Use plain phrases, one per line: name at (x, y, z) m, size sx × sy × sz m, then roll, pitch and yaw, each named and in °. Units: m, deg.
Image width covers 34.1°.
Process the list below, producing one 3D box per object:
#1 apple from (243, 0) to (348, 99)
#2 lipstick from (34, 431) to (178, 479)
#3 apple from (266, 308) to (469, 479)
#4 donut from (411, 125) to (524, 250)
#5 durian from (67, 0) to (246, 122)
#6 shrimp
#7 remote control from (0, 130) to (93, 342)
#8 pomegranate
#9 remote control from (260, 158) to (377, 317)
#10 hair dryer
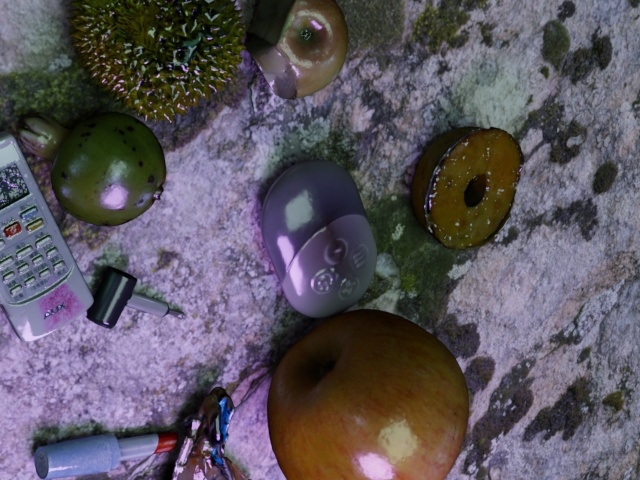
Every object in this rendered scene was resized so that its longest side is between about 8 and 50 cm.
apple at (-0.035, -0.345, 1.802) m, size 0.174 × 0.188 × 0.207 m, roll 4°, pitch 101°, yaw -32°
lipstick at (-0.379, 0.384, 1.897) m, size 0.274 × 0.061 × 0.068 m, roll -1°, pitch 84°, yaw -40°
apple at (0.080, 0.324, 1.996) m, size 0.333 × 0.400 × 0.400 m, roll 30°, pitch 88°, yaw -32°
donut at (0.298, -0.116, 2.178) m, size 0.272 × 0.107 × 0.272 m, roll -13°, pitch 117°, yaw -27°
durian at (-0.247, -0.316, 1.638) m, size 0.291 × 0.224 × 0.291 m, roll -12°, pitch 114°, yaw -28°
shrimp at (-0.209, 0.496, 2.031) m, size 0.221 × 0.110 × 0.445 m, roll -11°, pitch 119°, yaw -35°
remote control at (-0.492, 0.001, 1.689) m, size 0.145 × 0.050 × 0.344 m, roll -33°, pitch 122°, yaw -22°
pomegranate at (-0.364, -0.127, 1.664) m, size 0.248 × 0.202 × 0.202 m, roll 29°, pitch 88°, yaw -8°
remote control at (0.000, 0.000, 2.003) m, size 0.221 × 0.103 × 0.332 m, roll -35°, pitch 122°, yaw -23°
hair dryer at (-0.317, 0.119, 1.859) m, size 0.198 × 0.057 × 0.100 m, roll 22°, pitch 95°, yaw -44°
